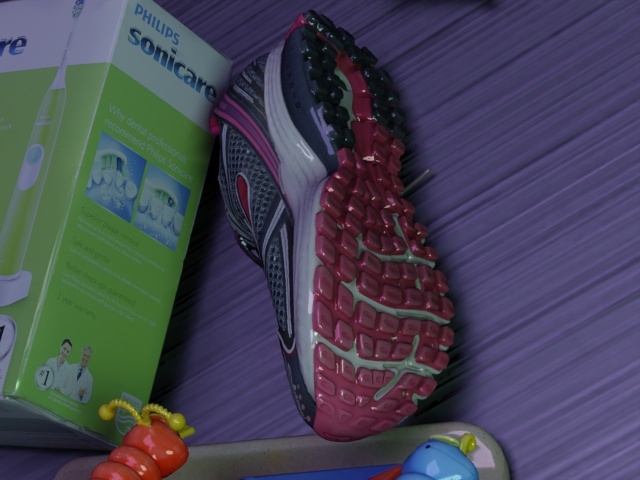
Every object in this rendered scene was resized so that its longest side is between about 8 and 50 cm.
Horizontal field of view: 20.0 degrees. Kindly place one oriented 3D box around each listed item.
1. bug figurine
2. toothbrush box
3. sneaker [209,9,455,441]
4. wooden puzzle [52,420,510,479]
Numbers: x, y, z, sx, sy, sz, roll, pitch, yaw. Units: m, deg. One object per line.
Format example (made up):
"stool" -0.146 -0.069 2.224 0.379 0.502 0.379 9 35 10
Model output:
"bug figurine" -0.052 0.166 0.938 0.279 0.072 0.216 0 37 34
"toothbrush box" -0.199 -0.012 1.210 0.206 0.122 0.283 -3 67 36
"sneaker" 0.000 0.000 1.118 0.112 0.121 0.299 -36 41 29
"wooden puzzle" -0.082 0.232 0.995 0.322 0.080 0.348 -8 38 25
